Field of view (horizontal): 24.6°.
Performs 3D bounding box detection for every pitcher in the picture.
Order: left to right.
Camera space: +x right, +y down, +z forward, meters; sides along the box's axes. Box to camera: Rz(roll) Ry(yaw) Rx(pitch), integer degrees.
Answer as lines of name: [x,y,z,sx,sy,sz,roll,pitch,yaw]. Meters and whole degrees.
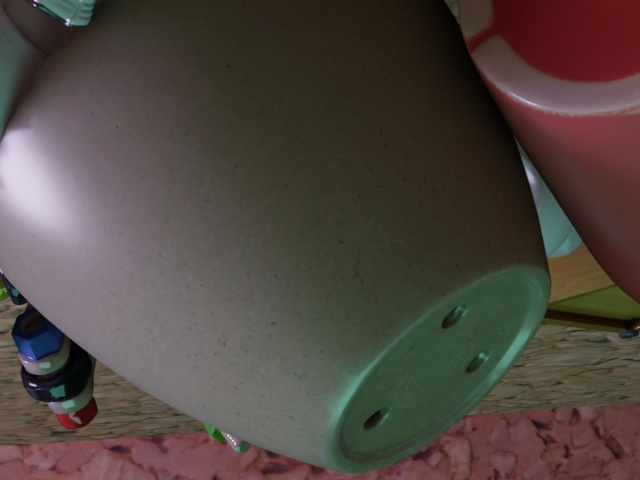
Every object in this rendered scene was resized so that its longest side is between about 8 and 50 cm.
pitcher: [0.146,-0.037,1.321,0.177,0.125,0.207,6,179,16]

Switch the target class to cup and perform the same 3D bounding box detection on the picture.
cup: [0.000,0.000,0.894,0.331,0.237,0.331,-30,150,-20]

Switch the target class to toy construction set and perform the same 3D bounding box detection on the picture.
toy construction set: [-0.155,0.037,1.316,0.257,0.237,0.309,-48,130,0]

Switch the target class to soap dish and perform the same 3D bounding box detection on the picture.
soap dish: [0.321,0.020,1.547,0.291,0.118,0.229,9,159,-43]

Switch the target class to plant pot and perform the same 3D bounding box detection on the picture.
plant pot: [0.220,-0.109,0.848,0.275,0.275,0.243,-15,151,30]

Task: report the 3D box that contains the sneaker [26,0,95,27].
sneaker: [-0.175,-0.198,0.734,0.208,0.094,0.081,35,-177,-45]

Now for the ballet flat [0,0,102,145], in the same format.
ballet flat: [-0.118,-0.122,0.943,0.139,0.139,0.400,-16,165,32]
